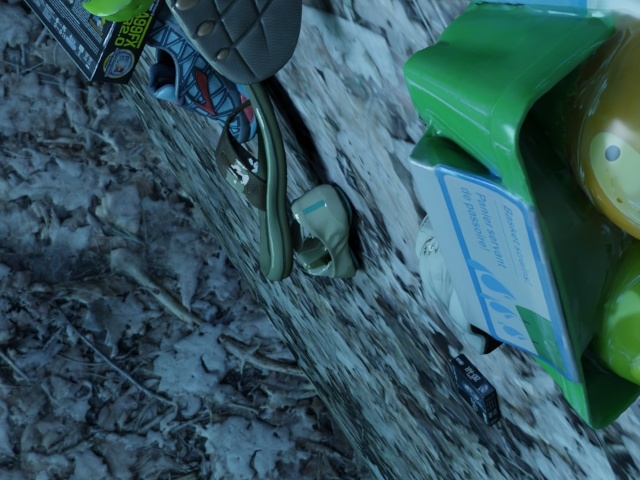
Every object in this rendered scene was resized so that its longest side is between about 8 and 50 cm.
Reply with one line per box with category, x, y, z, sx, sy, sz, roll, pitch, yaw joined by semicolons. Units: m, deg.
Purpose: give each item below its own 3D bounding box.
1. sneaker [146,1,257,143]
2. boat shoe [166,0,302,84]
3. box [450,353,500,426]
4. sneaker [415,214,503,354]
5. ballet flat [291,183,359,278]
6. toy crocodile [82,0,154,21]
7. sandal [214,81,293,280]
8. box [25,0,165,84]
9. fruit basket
sneaker;-0.171;-0.219;1.559;0.104;0.125;0.262;46;166;46
boat shoe;-0.118;-0.318;1.087;0.130;0.132;0.355;-126;13;-74
box;0.193;0.186;1.455;0.067;0.018;0.083;49;167;35
sneaker;0.123;0.011;0.992;0.123;0.106;0.290;50;170;17
ballet flat;0.000;0.000;1.583;0.086;0.086;0.248;51;169;23
toy crocodile;-0.257;-0.409;1.278;0.115;0.105;0.340;-65;-44;-74
sandal;-0.089;-0.085;1.499;0.120;0.086;0.302;-115;19;-70
box;-0.288;-0.359;1.481;0.060;0.216;0.270;0;-141;-46
fruit basket;0.197;0.014;0.530;0.353;0.165;0.327;41;162;45
